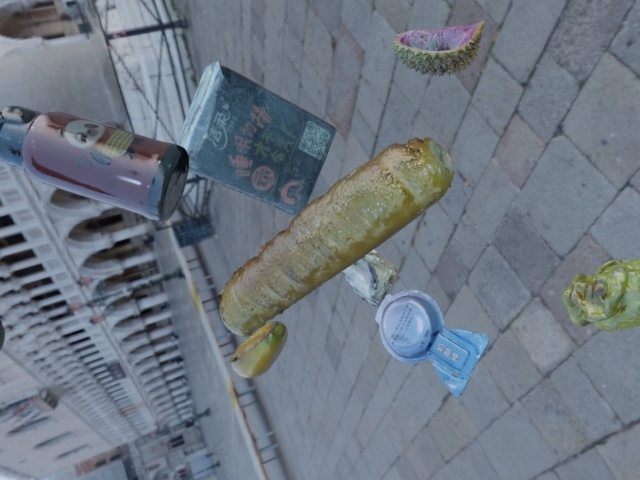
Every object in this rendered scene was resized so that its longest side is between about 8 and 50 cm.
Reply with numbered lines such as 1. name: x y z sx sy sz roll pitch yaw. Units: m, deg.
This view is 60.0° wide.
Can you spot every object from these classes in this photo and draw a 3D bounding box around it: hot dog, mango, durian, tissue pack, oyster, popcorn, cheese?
1. hot dog: 0.000 0.001 0.535 0.068 0.289 0.083 44 -152 -18
2. mango: -0.099 0.184 0.943 0.066 0.101 0.187 43 143 3
3. durian: 0.347 -0.566 1.673 0.260 0.186 0.153 5 114 24
4. tissue pack: -0.135 -0.208 1.199 0.103 0.316 0.228 21 89 57
5. oyster: 0.103 0.075 1.166 0.163 0.081 0.191 10 124 55
6. popcorn: 0.732 0.129 1.340 0.286 0.225 0.173 -21 75 28
7. cheese: 0.189 0.173 1.015 0.245 0.052 0.135 31 98 48

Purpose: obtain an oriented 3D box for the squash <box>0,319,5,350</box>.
1. squash: -0.617 0.057 0.904 0.087 0.087 0.331 37 149 60

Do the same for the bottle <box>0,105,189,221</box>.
1. bottle: -0.418 -0.144 0.992 0.144 0.336 0.144 -164 90 -88
